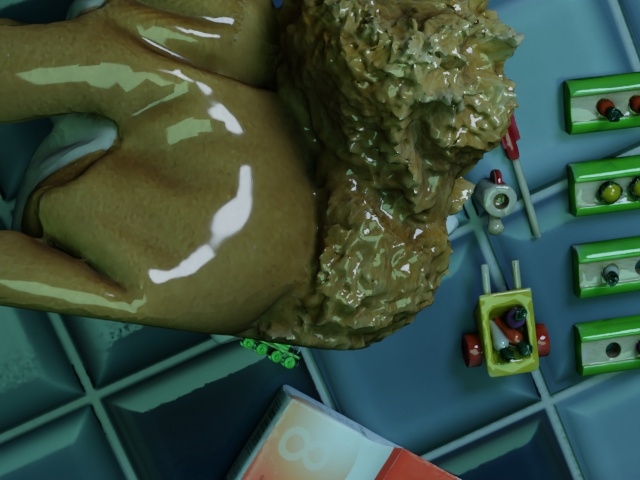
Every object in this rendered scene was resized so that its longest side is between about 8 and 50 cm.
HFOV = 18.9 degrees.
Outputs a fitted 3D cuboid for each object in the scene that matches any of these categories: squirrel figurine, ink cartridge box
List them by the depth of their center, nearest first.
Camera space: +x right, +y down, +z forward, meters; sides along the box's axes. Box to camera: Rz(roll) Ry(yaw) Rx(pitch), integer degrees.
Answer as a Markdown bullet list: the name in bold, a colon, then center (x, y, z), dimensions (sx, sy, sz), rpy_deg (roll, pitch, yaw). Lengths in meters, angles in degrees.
- **squirrel figurine**: center (-0.061, -0.119, 1.349), dimensions (0.397, 0.281, 0.370), rpy_deg (8, 87, 2)
- **ink cartridge box**: center (0.009, 0.220, 1.556), dimensions (0.179, 0.045, 0.145), rpy_deg (30, 98, -13)

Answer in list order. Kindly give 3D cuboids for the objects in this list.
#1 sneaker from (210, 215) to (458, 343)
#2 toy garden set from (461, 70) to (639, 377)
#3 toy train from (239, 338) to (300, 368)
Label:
- **sneaker**: center (0.000, 0.000, 1.488), dimensions (0.212, 0.080, 0.094), rpy_deg (-22, 84, -8)
- **toy garden set**: center (0.211, -0.004, 1.531), dimensions (0.204, 0.049, 0.244), rpy_deg (-7, 105, -8)
- **toy train**: center (-0.052, 0.076, 1.522), dimensions (0.083, 0.017, 0.024), rpy_deg (26, 88, -15)
